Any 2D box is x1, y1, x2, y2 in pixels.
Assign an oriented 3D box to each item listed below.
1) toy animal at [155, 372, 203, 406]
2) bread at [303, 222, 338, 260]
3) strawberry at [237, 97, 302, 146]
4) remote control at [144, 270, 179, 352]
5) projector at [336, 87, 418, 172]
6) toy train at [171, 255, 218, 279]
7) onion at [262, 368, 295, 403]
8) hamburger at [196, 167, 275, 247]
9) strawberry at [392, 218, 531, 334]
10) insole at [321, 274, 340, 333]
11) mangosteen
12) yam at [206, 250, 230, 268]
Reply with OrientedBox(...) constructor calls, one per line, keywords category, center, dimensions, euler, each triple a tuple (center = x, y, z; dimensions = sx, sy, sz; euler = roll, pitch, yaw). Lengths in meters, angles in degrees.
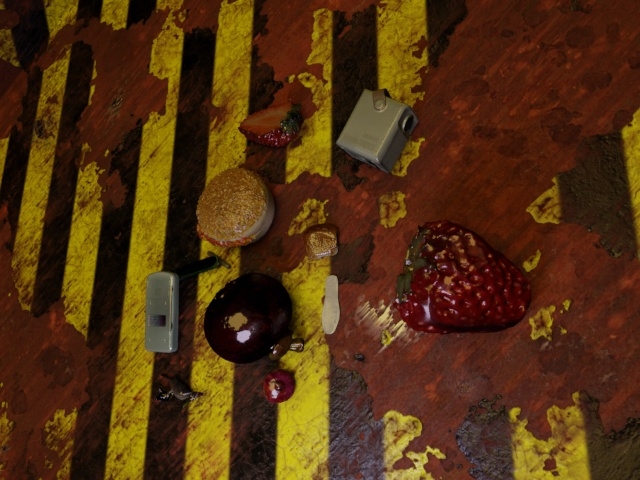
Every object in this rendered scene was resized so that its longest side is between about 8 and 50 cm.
OrientedBox(category="toy animal", center=(-0.496, 0.528, 1.706), dimensions=(0.202, 0.070, 0.105), euler=(2, 59, 28))
OrientedBox(category="bread", center=(0.000, 0.000, 1.638), dimensions=(0.129, 0.044, 0.126), euler=(-12, 74, 17))
OrientedBox(category="strawberry", center=(-0.166, -0.416, 1.786), dimensions=(0.286, 0.106, 0.188), euler=(1, 54, 37))
OrientedBox(category="remote control", center=(-0.589, 0.262, 1.801), dimensions=(0.140, 0.056, 0.296), euler=(-3, 83, 23))
OrientedBox(category="projector", center=(0.191, -0.365, 1.582), dimensions=(0.177, 0.163, 0.242), euler=(28, 91, 25))
OrientedBox(category="toy train", center=(-0.455, 0.101, 1.804), dimensions=(0.209, 0.042, 0.044), euler=(-18, 82, 21))
OrientedBox(category="onion", center=(-0.134, 0.464, 1.551), dimensions=(0.107, 0.097, 0.107), euler=(0, 75, 1))
OrientedBox(category="hamburger", center=(-0.303, -0.114, 1.720), dimensions=(0.276, 0.179, 0.294), euler=(13, 83, 26))
OrientedBox(category="strawberry", center=(0.395, 0.122, 1.341), dimensions=(0.345, 0.295, 0.317), euler=(20, 65, -6))
OrientedBox(category="insole", center=(0.035, 0.209, 1.588), dimensions=(0.063, 0.010, 0.192), euler=(-4, 76, 23))
OrientedBox(category="mangosteen", center=(-0.218, 0.255, 1.548), dimensions=(0.297, 0.293, 0.297), euler=(-22, 38, 19))
OrientedBox(category="yam", center=(-0.375, 0.071, 1.793), dimensions=(0.116, 0.021, 0.021), euler=(30, 90, 26))
